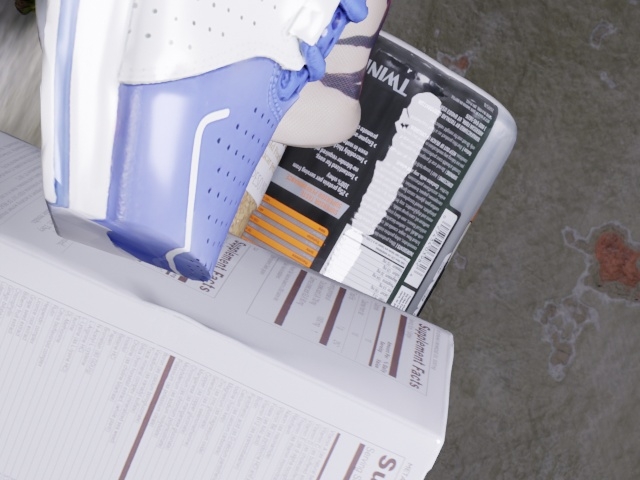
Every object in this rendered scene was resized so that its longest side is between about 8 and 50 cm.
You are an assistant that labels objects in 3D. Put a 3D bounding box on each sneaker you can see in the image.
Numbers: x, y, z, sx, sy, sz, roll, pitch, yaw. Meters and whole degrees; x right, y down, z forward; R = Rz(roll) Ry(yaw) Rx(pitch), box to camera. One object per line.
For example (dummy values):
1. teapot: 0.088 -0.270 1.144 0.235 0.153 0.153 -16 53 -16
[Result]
1. sneaker: 0.022 -0.136 0.429 0.127 0.182 0.316 169 -66 -81

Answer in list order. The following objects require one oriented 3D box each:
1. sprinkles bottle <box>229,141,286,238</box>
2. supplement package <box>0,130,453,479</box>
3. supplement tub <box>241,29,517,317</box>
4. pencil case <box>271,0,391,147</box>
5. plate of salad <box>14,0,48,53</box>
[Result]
1. sprinkles bottle: -0.060 -0.123 0.937 0.121 0.121 0.355 112 3 -77
2. supplement package: -0.080 0.068 0.586 0.134 0.244 0.139 -64 178 -74
3. supplement tub: 0.000 0.000 1.057 0.316 0.193 0.193 -60 180 2
4. pencil case: 0.015 -0.248 0.721 0.183 0.160 0.410 -35 152 -59
5. plate of salad: -0.082 -0.165 0.566 0.200 0.048 0.200 22 90 -86
